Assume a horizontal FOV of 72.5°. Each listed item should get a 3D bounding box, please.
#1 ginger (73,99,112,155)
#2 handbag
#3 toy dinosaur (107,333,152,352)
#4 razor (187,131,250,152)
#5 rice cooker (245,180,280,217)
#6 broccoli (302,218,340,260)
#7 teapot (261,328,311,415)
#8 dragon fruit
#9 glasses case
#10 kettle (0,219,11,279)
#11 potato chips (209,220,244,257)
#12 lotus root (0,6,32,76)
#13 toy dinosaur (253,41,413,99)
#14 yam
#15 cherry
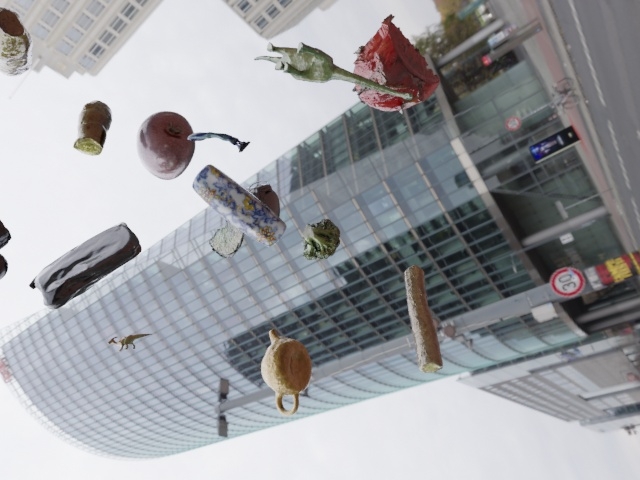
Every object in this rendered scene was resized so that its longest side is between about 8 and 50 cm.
[{"bbox_3d":[-0.830,-0.422,1.598,0.109,0.116,0.263,17,-135,-29],"label":"ginger"},{"bbox_3d":[-0.717,0.074,1.340,0.191,0.332,0.075,35,155,39],"label":"handbag"},{"bbox_3d":[-0.489,0.262,1.120,0.026,0.113,0.041,82,180,-69],"label":"toy dinosaur"},{"bbox_3d":[-0.235,-0.230,0.984,0.044,0.154,0.028,-61,-24,-43],"label":"razor"},{"bbox_3d":[-0.224,-0.117,1.618,0.142,0.118,0.203,-28,-62,-52],"label":"rice cooker"},{"bbox_3d":[0.000,0.000,1.473,0.137,0.145,0.162,30,-146,-47],"label":"broccoli"},{"bbox_3d":[-0.143,0.480,1.606,0.203,0.166,0.312,15,-117,-55],"label":"teapot"},{"bbox_3d":[0.265,-0.587,1.592,0.343,0.282,0.100,35,-153,-30],"label":"dragon fruit"},{"bbox_3d":[-0.195,-0.081,1.052,0.247,0.087,0.065,37,-164,-10],"label":"glasses case"},{"bbox_3d":[-0.894,0.056,0.995,0.262,0.203,0.308,45,-138,-20],"label":"kettle"},{"bbox_3d":[-0.359,-0.043,1.698,0.029,0.201,0.220,10,-90,-47],"label":"potato chips"},{"bbox_3d":[-0.666,-0.417,0.921,0.097,0.258,0.110,-32,-70,-29],"label":"lotus root"},{"bbox_3d":[0.016,-0.476,1.227,0.300,0.087,0.447,0,-156,-39],"label":"toy dinosaur"},{"bbox_3d":[0.259,0.192,1.121,0.066,0.066,0.300,39,-144,-35],"label":"yam"},{"bbox_3d":[-0.611,-0.369,1.732,0.220,0.307,0.262,9,-121,-15],"label":"cherry"}]
